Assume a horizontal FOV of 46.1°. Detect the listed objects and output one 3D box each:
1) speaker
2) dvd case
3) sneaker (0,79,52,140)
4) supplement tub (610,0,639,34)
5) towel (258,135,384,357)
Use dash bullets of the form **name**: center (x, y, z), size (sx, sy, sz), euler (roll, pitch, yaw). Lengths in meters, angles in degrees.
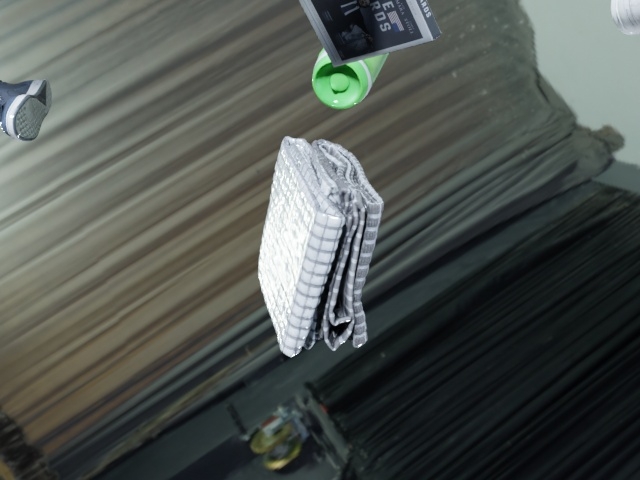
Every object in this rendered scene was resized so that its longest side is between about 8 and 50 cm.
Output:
- **speaker**: center (0.072, -0.396, 1.638), size (0.131, 0.131, 0.296), euler (62, -151, -25)
- **dvd case**: center (0.063, -0.378, 1.196), size (0.238, 0.029, 0.179), euler (1, 128, 52)
- **sneaker**: center (-0.597, -0.239, 1.375), size (0.226, 0.163, 0.086), euler (-106, 17, -64)
- **supplement tub**: center (0.440, -0.311, 0.970), size (0.071, 0.071, 0.107), euler (60, 157, -14)
- **towel**: center (0.000, 0.000, 1.085), size (0.284, 0.121, 0.235), euler (-118, 38, -60)
